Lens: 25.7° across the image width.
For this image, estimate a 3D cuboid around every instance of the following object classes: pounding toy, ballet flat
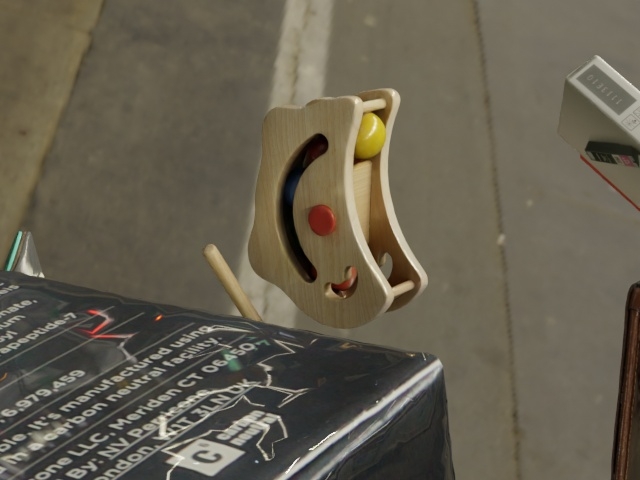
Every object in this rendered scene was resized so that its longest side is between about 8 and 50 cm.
[{"bbox_3d":[0.000,0.000,1.261,0.154,0.270,0.155,17,20,29],"label":"pounding toy"},{"bbox_3d":[-0.322,0.088,1.474,0.074,0.074,0.203,20,61,-7],"label":"ballet flat"}]

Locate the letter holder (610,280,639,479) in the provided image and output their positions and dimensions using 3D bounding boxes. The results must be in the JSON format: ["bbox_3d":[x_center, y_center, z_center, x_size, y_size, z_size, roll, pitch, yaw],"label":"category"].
[{"bbox_3d":[0.327,0.112,0.982,0.152,0.214,0.302,13,19,30],"label":"letter holder"}]

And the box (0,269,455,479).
[{"bbox_3d":[-0.190,0.278,0.641,0.471,0.480,0.297,9,27,34],"label":"box"}]

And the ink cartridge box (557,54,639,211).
[{"bbox_3d":[0.397,-0.061,1.684,0.060,0.239,0.275,-38,66,-15],"label":"ink cartridge box"}]
